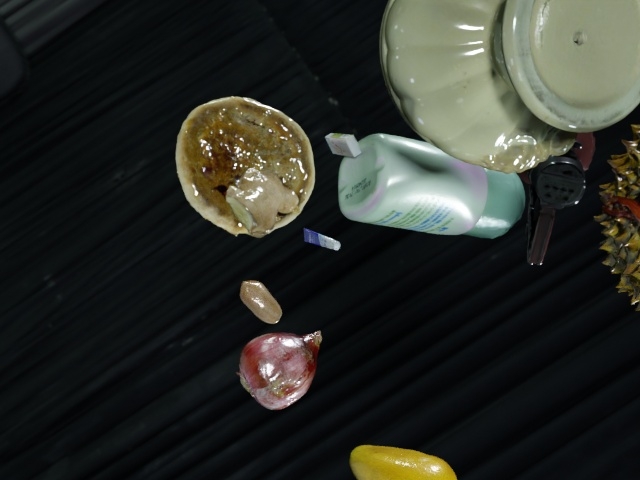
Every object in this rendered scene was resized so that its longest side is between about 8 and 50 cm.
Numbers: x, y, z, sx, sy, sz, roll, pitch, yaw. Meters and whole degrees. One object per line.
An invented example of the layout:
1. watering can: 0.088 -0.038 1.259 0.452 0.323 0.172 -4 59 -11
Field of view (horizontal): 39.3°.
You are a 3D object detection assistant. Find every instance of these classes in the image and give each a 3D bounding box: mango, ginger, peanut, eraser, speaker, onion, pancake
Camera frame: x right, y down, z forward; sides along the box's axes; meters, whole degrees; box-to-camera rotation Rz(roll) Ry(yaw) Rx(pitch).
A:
1. mango: 0.177 0.510 1.942 0.317 0.176 0.119 12 -80 48
2. ginger: -0.115 -0.090 1.871 0.213 0.074 0.137 -37 106 -53
3. peanut: -0.171 0.174 2.550 0.152 0.076 0.076 47 2 2
4. eraser: 0.039 -0.168 1.573 0.038 0.019 0.083 60 -19 -21
5. speaker: 0.449 -0.122 1.841 0.198 0.259 0.329 35 28 -4
6. onion: -0.073 0.250 1.835 0.159 0.195 0.159 54 -11 16
7. pancake: -0.174 -0.177 2.133 0.356 0.356 0.065 56 -21 -9

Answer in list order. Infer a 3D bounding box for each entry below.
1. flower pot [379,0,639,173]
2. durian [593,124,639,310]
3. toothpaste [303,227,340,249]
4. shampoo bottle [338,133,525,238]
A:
1. flower pot: 0.244 -0.231 1.067 0.307 0.307 0.244 56 -14 -19
2. durian: 0.498 -0.059 1.040 0.348 0.384 0.347 28 31 -19
3. toothpaste: 0.000 0.000 1.442 0.083 0.015 0.024 21 -58 47
4. shampoo bottle: 0.218 -0.090 1.633 0.222 0.350 0.151 -31 -125 56
